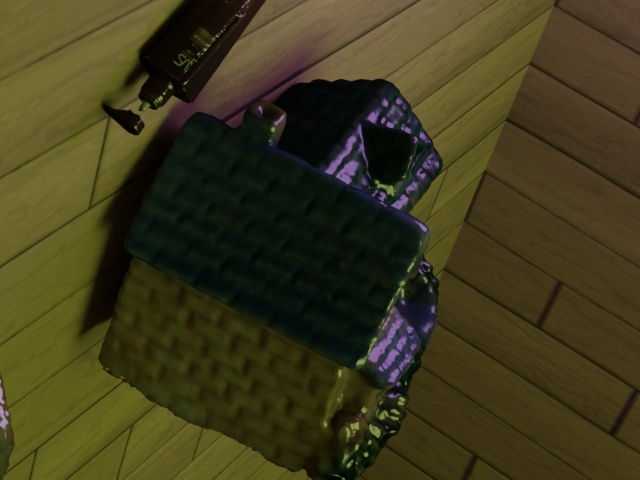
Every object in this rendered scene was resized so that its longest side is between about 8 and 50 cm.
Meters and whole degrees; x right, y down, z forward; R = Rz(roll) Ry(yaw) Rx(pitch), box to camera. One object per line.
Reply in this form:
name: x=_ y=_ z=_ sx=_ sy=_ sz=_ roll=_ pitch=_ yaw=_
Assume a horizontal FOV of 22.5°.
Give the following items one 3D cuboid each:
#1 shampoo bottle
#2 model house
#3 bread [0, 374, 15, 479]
shampoo bottle: x=-0.148 y=-0.216 z=1.811 sx=0.236 sy=0.068 sz=0.067 roll=-54 pitch=163 yaw=-18
model house: x=0.000 y=0.000 z=2.076 sx=0.445 sy=0.395 sz=0.400 roll=-50 pitch=162 yaw=-51
bread: x=-0.396 y=0.206 z=1.431 sx=0.239 sy=0.264 sz=0.395 roll=-4 pitch=125 yaw=-31
